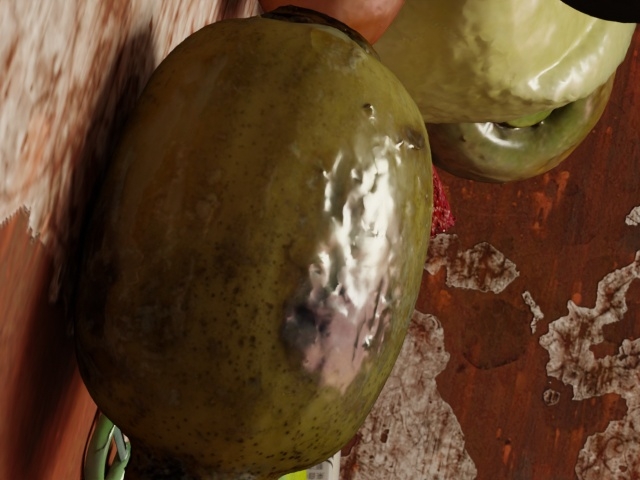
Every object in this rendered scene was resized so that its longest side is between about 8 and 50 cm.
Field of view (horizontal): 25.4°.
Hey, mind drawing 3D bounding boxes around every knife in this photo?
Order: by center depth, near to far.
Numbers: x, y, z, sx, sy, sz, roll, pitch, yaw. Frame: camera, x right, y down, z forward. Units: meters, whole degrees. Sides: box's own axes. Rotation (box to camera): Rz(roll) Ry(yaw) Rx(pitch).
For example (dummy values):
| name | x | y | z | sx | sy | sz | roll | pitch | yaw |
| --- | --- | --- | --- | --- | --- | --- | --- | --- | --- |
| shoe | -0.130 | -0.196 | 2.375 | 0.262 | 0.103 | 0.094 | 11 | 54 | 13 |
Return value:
| name | x | y | z | sx | sy | sz | roll | pitch | yaw |
| --- | --- | --- | --- | --- | --- | --- | --- | --- | --- |
| knife | -0.115 | 0.154 | 0.809 | 0.212 | 0.015 | 0.054 | 95 | 10 | -60 |

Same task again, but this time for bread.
| name | x | y | z | sx | sy | sz | roll | pitch | yaw |
| --- | --- | --- | --- | --- | --- | --- | --- | --- | --- |
| bread | 0.099 | -0.238 | 1.028 | 0.320 | 0.237 | 0.321 | -1 | 90 | -67 |

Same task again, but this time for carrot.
| name | x | y | z | sx | sy | sz | roll | pitch | yaw |
| --- | --- | --- | --- | --- | --- | --- | --- | --- | --- |
| carrot | 0.141 | -0.199 | 1.341 | 0.341 | 0.224 | 0.224 | -115 | -148 | -60 |

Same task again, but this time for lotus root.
| name | x | y | z | sx | sy | sz | roll | pitch | yaw |
| --- | --- | --- | --- | --- | --- | --- | --- | --- | --- |
| lotus root | -0.035 | 0.030 | 0.626 | 0.154 | 0.154 | 0.278 | 84 | 23 | -76 |

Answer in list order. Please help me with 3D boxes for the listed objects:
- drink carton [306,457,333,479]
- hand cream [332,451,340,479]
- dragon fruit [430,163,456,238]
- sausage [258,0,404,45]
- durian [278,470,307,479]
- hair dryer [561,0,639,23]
| name | x | y | z | sx | sy | sz | roll | pitch | yaw |
| --- | --- | --- | --- | --- | --- | --- | --- | --- | --- |
| drink carton | -0.043 | 0.204 | 1.137 | 0.222 | 0.101 | 0.134 | -84 | -177 | -47 |
| hand cream | -0.024 | 0.153 | 1.387 | 0.185 | 0.118 | 0.359 | 116 | -13 | -58 |
| dragon fruit | -0.002 | -0.029 | 1.151 | 0.126 | 0.161 | 0.274 | 70 | 20 | -2 |
| sausage | 0.021 | -0.234 | 0.825 | 0.113 | 0.113 | 0.259 | -49 | 150 | -81 |
| durian | -0.064 | 0.178 | 0.926 | 0.139 | 0.101 | 0.250 | 76 | 19 | -62 |
| hair dryer | 0.202 | -0.331 | 0.884 | 0.284 | 0.155 | 0.320 | 56 | 43 | -19 |
